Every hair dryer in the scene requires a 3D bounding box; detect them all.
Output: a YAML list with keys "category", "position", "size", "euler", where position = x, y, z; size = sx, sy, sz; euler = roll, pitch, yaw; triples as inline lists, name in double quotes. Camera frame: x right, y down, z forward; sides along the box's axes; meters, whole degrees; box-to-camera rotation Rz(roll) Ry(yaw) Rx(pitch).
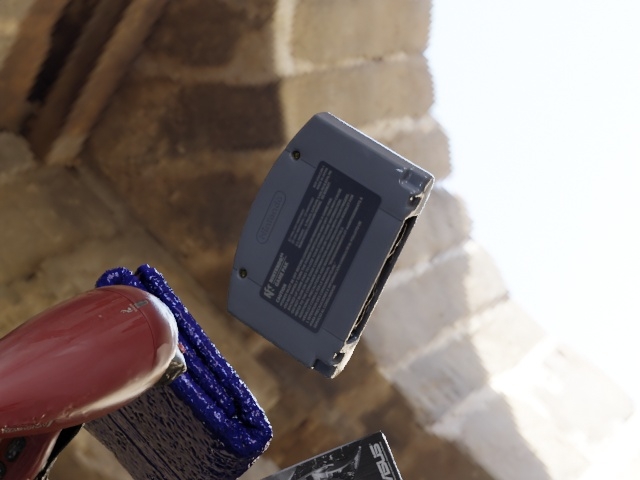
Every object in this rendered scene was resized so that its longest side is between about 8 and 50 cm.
- category: "hair dryer"
  position: [-0.176, 0.129, 0.988]
  size: [0.223, 0.080, 0.293]
  euler: [-52, -17, -11]

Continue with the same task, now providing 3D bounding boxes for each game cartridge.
- category: "game cartridge"
  position: [0.000, 0.000, 1.867]
  size: [0.062, 0.198, 0.297]
  euler: [-8, -52, -58]

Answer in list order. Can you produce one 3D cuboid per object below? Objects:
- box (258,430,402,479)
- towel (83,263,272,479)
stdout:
- category: "box"
  position: [0.034, 0.368, 1.781]
  size: [0.183, 0.231, 0.056]
  euler: [-21, -29, -2]
- category: "towel"
  position: [-0.162, 0.154, 1.472]
  size: [0.076, 0.227, 0.308]
  euler: [-41, -3, -29]
